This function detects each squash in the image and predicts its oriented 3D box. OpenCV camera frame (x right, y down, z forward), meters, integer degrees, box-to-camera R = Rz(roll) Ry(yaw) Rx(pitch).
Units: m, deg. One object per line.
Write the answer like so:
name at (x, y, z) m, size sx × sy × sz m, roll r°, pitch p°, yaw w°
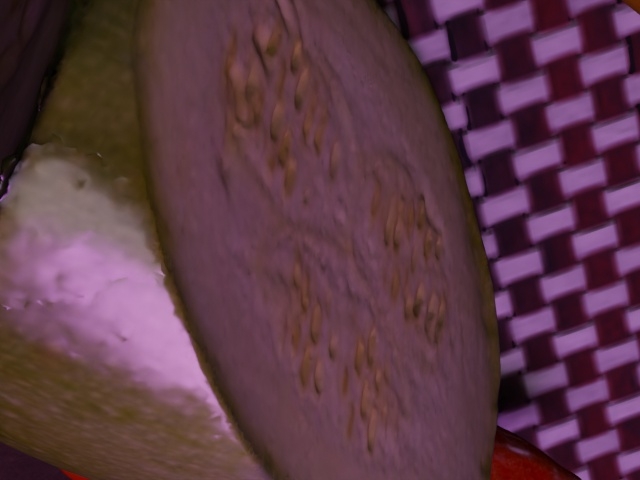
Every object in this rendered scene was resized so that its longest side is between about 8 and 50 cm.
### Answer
squash at (0.000, 0.000, 0.597) m, size 0.260 × 0.189 × 0.189 m, roll 23°, pitch 116°, yaw -24°

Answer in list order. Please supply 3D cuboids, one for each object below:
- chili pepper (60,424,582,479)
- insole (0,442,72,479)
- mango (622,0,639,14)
chili pepper at (-0.021, 0.071, 0.715) m, size 0.272 × 0.071 × 0.063 m, roll 14°, pitch 126°, yaw -27°
insole at (-0.106, 0.105, 0.756) m, size 0.328 × 0.007 × 0.111 m, roll 11°, pitch 122°, yaw -24°
mango at (0.224, -0.146, 0.572) m, size 0.317 × 0.173 × 0.211 m, roll -24°, pitch 128°, yaw 9°
